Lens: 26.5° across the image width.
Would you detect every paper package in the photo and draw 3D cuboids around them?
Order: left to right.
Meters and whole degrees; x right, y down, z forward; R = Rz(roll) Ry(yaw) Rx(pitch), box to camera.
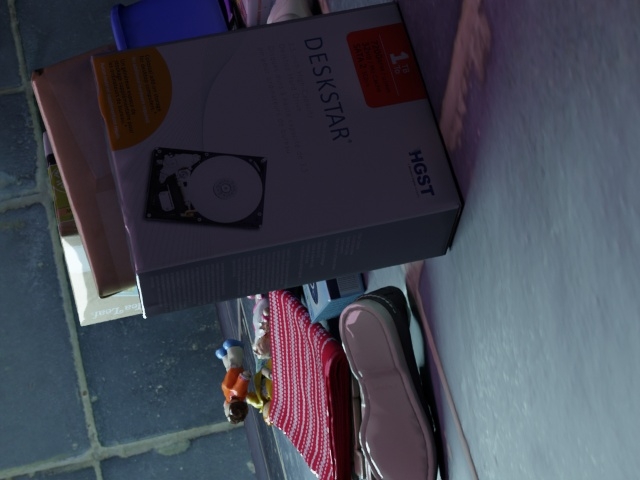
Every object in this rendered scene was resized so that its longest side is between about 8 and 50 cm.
[{"bbox_3d":[-0.276,-0.103,1.941,0.309,0.168,0.324,-146,38,-83],"label":"paper package"}]

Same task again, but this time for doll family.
[{"bbox_3d":[-0.070,0.182,2.051,0.263,0.118,0.163,115,153,-45],"label":"doll family"}]

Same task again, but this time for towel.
[{"bbox_3d":[-0.019,0.179,1.648,0.275,0.031,0.199,-140,46,-66],"label":"towel"}]

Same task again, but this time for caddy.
[{"bbox_3d":[-0.158,-0.161,1.653,0.241,0.179,0.341,61,-173,-46],"label":"caddy"}]

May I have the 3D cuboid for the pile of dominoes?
[{"bbox_3d":[0.059,0.240,1.525,0.196,0.040,0.251,157,110,-83],"label":"pile of dominoes"}]

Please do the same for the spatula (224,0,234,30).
[{"bbox_3d":[-0.129,-0.282,1.975,0.084,0.030,0.296,89,166,-56],"label":"spatula"}]

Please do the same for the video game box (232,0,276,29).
[{"bbox_3d":[-0.088,-0.345,1.568,0.187,0.048,0.205,110,147,-71],"label":"video game box"}]

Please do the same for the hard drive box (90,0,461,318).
[{"bbox_3d":[-0.036,-0.061,0.997,0.089,0.232,0.181,98,158,-64],"label":"hard drive box"}]

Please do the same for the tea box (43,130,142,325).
[{"bbox_3d":[-0.308,-0.055,2.453,0.323,0.329,0.220,-113,14,-47],"label":"tea box"}]

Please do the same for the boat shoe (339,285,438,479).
[{"bbox_3d":[0.073,0.137,1.209,0.065,0.075,0.206,-38,-61,-51],"label":"boat shoe"}]

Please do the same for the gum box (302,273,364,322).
[{"bbox_3d":[0.000,0.000,1.485,0.184,0.041,0.157,122,135,-77],"label":"gum box"}]

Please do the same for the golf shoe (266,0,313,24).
[{"bbox_3d":[-0.029,-0.200,1.395,0.176,0.069,0.086,117,161,-72],"label":"golf shoe"}]

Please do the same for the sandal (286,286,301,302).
[{"bbox_3d":[-0.110,-0.031,1.934,0.445,0.107,0.167,-110,13,-45],"label":"sandal"}]
